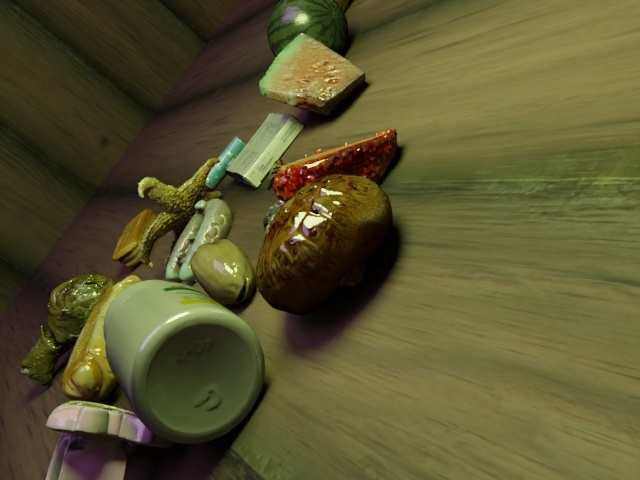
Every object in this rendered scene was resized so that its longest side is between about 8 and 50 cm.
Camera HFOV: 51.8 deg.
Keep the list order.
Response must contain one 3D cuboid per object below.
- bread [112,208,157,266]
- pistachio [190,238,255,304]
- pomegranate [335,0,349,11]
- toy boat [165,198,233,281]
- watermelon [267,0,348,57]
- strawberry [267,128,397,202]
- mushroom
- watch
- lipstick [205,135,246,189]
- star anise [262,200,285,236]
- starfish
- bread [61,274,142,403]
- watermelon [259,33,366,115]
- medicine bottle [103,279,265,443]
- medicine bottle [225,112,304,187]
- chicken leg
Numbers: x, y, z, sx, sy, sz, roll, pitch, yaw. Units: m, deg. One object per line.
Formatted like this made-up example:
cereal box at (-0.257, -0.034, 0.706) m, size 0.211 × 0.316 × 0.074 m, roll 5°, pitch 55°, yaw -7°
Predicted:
bread at (-0.550, -0.007, 1.979) m, size 0.116 × 0.077 × 0.200 m, roll -39°, pitch 26°, yaw 25°
pistachio at (-0.190, 0.063, 1.291) m, size 0.185 × 0.108 × 0.126 m, roll 21°, pitch 97°, yaw 55°
pomegranate at (-0.017, -0.735, 1.940) m, size 0.233 × 0.233 × 0.233 m, roll -37°, pitch 29°, yaw 25°
toy boat at (-0.297, -0.007, 1.570) m, size 0.155 × 0.085 × 0.227 m, roll -5°, pitch 51°, yaw 57°
watermelon at (-0.035, -0.538, 1.710) m, size 0.212 × 0.212 × 0.212 m, roll -37°, pitch 29°, yaw 25°
strawberry at (0.023, -0.111, 1.174) m, size 0.236 × 0.107 × 0.175 m, roll -8°, pitch 18°, yaw 35°
mushroom at (0.000, 0.000, 1.027) m, size 0.253 × 0.153 × 0.253 m, roll -43°, pitch 17°, yaw 16°
watch at (-0.378, 0.391, 1.108) m, size 0.248 × 0.211 × 0.217 m, roll -16°, pitch 60°, yaw 61°
lipstick at (-0.268, -0.215, 1.837) m, size 0.158 × 0.048 × 0.048 m, roll -50°, pitch 26°, yaw 2°
star anise at (-0.057, -0.068, 1.291) m, size 0.172 × 0.063 × 0.208 m, roll -12°, pitch 45°, yaw 53°
starfish at (-0.339, -0.074, 1.637) m, size 0.060 × 0.299 × 0.302 m, roll 28°, pitch 56°, yaw 28°
bread at (-0.486, 0.236, 1.510) m, size 0.173 × 0.121 × 0.311 m, roll -37°, pitch 29°, yaw 33°
watermelon at (0.001, -0.363, 1.525) m, size 0.257 × 0.140 × 0.193 m, roll 26°, pitch 77°, yaw 43°
medicine bottle at (-0.247, 0.180, 1.106) m, size 0.208 × 0.208 × 0.340 m, roll -55°, pitch 26°, yaw -9°
medicine bottle at (-0.145, -0.232, 1.659) m, size 0.201 × 0.052 × 0.171 m, roll -53°, pitch 26°, yaw -7°
chicken leg at (-0.693, 0.249, 1.807) m, size 0.429 × 0.201 × 0.153 m, roll -48°, pitch -3°, yaw 18°
